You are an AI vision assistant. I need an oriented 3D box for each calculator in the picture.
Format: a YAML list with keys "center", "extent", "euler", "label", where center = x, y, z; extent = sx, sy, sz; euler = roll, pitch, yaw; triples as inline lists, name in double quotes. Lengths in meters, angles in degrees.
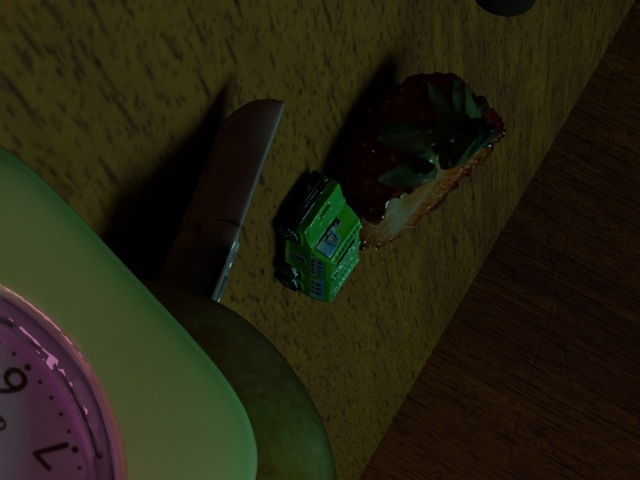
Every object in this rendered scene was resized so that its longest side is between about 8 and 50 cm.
- center: [-0.103, 0.061, 1.369]
  extent: [0.220, 0.048, 0.330]
  euler: [-75, -176, -51]
  label: "calculator"

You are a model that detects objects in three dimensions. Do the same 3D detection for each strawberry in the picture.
- center: [0.081, -0.083, 1.818]
  extent: [0.188, 0.106, 0.286]
  euler: [-32, 171, -21]
  label: "strawberry"

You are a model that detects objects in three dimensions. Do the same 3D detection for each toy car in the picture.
- center: [0.000, 0.000, 1.742]
  extent: [0.071, 0.062, 0.165]
  euler: [-56, 168, -20]
  label: "toy car"

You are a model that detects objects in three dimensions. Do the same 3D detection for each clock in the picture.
- center: [-0.190, 0.112, 0.799]
  extent: [0.308, 0.235, 0.096]
  euler: [-45, -174, -37]
  label: "clock"

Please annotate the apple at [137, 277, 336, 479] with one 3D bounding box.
- center: [-0.129, 0.147, 1.055]
  extent: [0.234, 0.257, 0.257]
  euler: [0, 120, -58]
  label: "apple"

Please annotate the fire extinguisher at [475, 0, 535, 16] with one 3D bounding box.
- center: [0.201, -0.331, 1.840]
  extent: [0.231, 0.071, 0.099]
  euler: [101, -7, -54]
  label: "fire extinguisher"
